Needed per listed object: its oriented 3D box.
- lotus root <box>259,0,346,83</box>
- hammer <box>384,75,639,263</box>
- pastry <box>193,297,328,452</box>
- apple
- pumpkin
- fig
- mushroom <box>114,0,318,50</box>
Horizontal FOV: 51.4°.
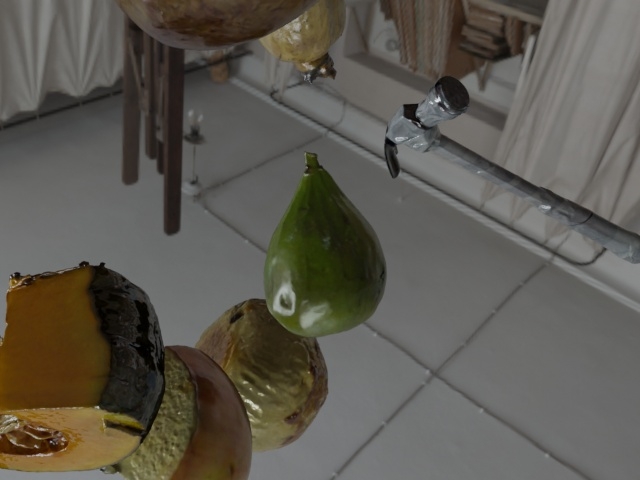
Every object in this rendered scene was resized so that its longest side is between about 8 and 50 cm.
[{"bbox_3d":[-0.033,-0.364,0.997,0.140,0.257,0.154,13,-136,16],"label":"lotus root"},{"bbox_3d":[0.267,-0.061,0.823,0.426,0.152,0.044,23,-121,-19],"label":"hammer"},{"bbox_3d":[-0.150,0.346,1.680,0.312,0.388,0.388,36,-152,-27],"label":"pastry"},{"bbox_3d":[-0.241,0.372,1.206,0.252,0.309,0.314,-17,-124,15],"label":"apple"},{"bbox_3d":[-0.362,0.198,0.982,0.256,0.303,0.225,10,-127,-19],"label":"pumpkin"},{"bbox_3d":[0.022,0.021,1.215,0.233,0.314,0.233,19,-171,-3],"label":"fig"},{"bbox_3d":[-0.140,-0.374,0.670,0.356,0.334,0.331,45,-163,-26],"label":"mushroom"}]
